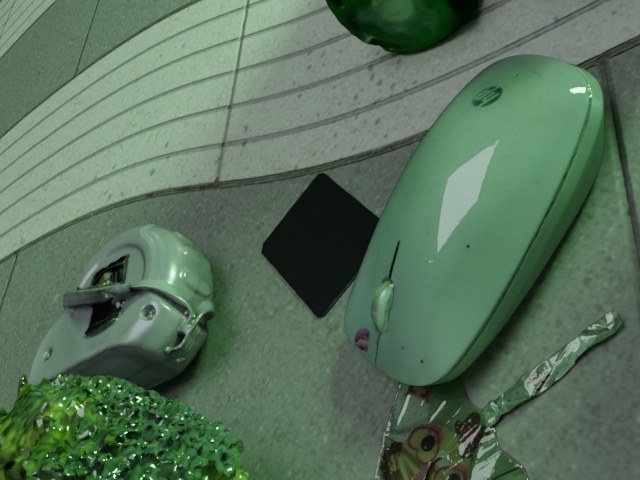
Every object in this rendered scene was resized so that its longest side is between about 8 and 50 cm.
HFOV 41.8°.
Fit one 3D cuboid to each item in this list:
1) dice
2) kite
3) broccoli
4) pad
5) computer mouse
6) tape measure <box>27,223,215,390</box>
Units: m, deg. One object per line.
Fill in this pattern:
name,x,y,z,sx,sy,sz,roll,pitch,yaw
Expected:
dice,0.085,-0.281,0.872,0.128,0.131,0.120,-15,50,42
kite,0.119,0.132,0.619,0.250,0.012,0.229,-44,39,13
broccoli,-0.176,0.291,0.648,0.397,0.274,0.353,-95,8,-48
pad,0.000,0.000,0.854,0.112,0.003,0.157,-51,37,5
computer mouse,0.112,-0.027,0.672,0.288,0.097,0.159,-54,38,-3
tape measure,-0.210,0.078,0.931,0.236,0.120,0.197,-27,43,26
